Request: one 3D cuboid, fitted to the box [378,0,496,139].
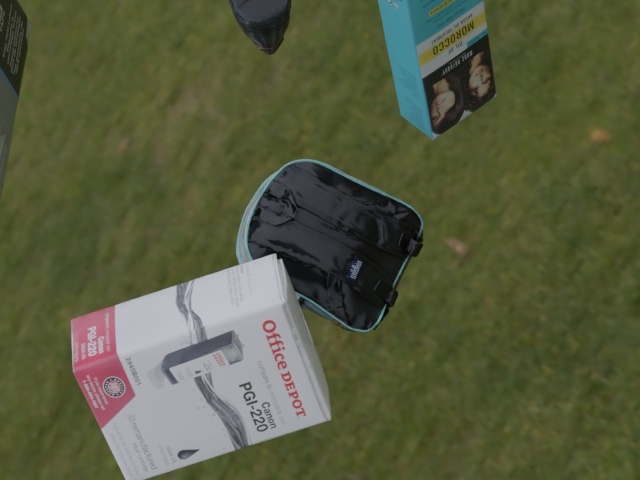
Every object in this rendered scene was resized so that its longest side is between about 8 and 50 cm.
[{"bbox_3d":[0.127,-0.230,1.831,0.100,0.244,0.060,-36,52,-16],"label":"box"}]

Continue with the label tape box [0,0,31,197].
[{"bbox_3d":[-0.377,-0.164,1.540,0.348,0.115,0.249,79,-163,-72],"label":"label tape box"}]

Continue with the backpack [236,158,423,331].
[{"bbox_3d":[0.000,0.000,1.896,0.166,0.188,0.144,-64,15,-6],"label":"backpack"}]

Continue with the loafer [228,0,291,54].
[{"bbox_3d":[-0.061,-0.230,1.379,0.061,0.062,0.170,87,175,-60],"label":"loafer"}]

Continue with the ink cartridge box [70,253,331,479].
[{"bbox_3d":[-0.114,0.126,1.629,0.217,0.159,0.092,-19,32,2],"label":"ink cartridge box"}]
